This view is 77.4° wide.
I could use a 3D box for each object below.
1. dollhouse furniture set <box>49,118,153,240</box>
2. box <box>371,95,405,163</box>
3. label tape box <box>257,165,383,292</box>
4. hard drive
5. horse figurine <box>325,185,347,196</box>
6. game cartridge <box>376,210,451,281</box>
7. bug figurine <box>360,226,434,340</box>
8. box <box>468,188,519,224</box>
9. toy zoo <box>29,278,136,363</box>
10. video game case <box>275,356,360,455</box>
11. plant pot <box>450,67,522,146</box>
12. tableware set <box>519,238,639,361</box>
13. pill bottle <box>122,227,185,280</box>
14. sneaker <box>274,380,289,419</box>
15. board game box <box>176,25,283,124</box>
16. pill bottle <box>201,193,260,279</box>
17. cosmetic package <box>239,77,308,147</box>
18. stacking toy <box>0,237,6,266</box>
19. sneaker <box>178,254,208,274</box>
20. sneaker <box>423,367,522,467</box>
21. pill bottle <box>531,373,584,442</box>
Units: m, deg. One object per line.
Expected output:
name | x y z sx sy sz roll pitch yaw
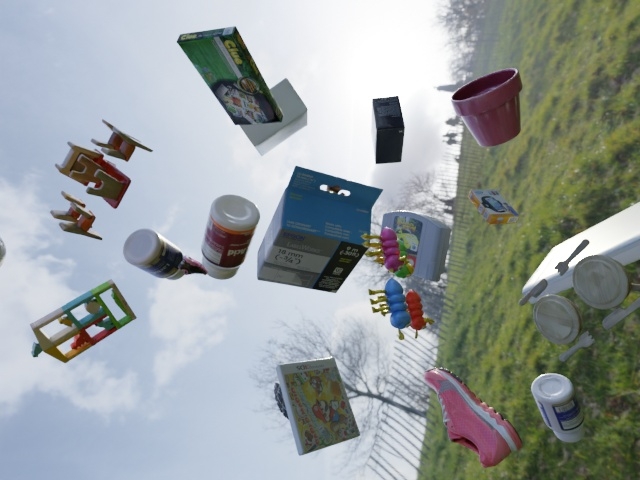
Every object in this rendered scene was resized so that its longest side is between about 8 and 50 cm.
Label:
dollhouse furniture set | -0.550 -0.159 1.012 0.135 0.259 0.261 28 -87 -53
box | 0.220 -0.365 1.324 0.155 0.093 0.158 80 -174 -57
label tape box | -0.009 -0.009 1.042 0.333 0.241 0.105 120 155 -43
hard drive | 0.611 -0.002 0.826 0.233 0.047 0.353 -33 -10 -36
horse figurine | 0.077 -0.156 1.618 0.066 0.175 0.263 -56 -31 -30
game cartridge | 0.293 0.003 1.307 0.060 0.294 0.195 8 -83 -30
bug figurine | 0.157 0.086 0.791 0.279 0.072 0.216 28 -132 -65
box | 0.456 -0.097 1.066 0.028 0.081 0.136 99 162 -44
toy zoo | -0.761 0.270 1.269 0.293 0.030 0.192 -35 -40 -27
video game case | -0.005 0.438 1.087 0.207 0.026 0.226 7 -128 -41
plant pot | 0.530 -0.401 1.240 0.201 0.202 0.180 -52 -58 -37
tableware set | 0.434 0.101 0.663 0.039 0.128 0.194 -5 -41 -21
pill bottle | -0.650 0.066 1.610 0.264 0.153 0.153 63 -133 -66
sneaker | -0.044 0.576 1.387 0.118 0.279 0.107 -21 -49 -50
board game box | -0.194 -0.360 0.910 0.259 0.136 0.030 57 -138 -61
pill bottle | -0.439 -0.005 1.894 0.224 0.224 0.392 -39 -18 -47
cosmetic package | -0.171 -0.435 1.444 0.224 0.138 0.224 -35 2 1
stacking toy | -0.775 0.025 0.629 0.350 0.481 0.349 178 90 -84
sneaker | -0.422 0.094 1.320 0.057 0.047 0.119 -51 -36 -5
sneaker | 0.378 0.475 1.097 0.136 0.314 0.115 -38 -54 -12
pill bottle | 0.718 0.505 1.196 0.112 0.112 0.186 -45 -67 -43
